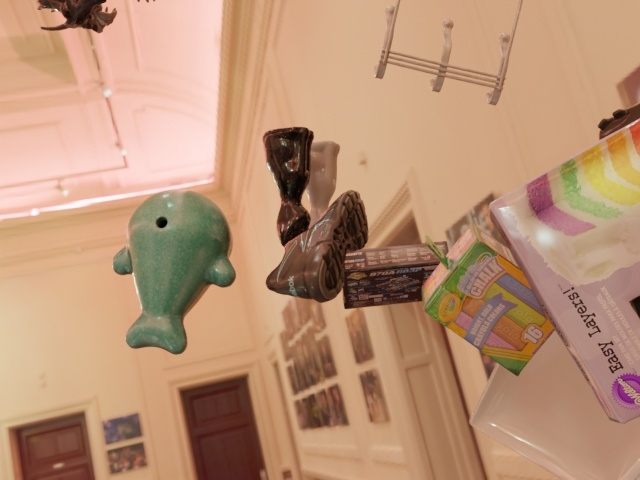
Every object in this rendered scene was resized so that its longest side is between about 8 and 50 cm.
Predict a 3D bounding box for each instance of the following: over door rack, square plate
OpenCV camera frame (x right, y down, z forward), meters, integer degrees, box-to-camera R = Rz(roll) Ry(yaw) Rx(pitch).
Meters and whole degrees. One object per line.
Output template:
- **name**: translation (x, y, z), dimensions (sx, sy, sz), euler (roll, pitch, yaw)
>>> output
- **over door rack**: translation (0.245, -0.426, 1.293), dimensions (0.240, 0.324, 0.108), euler (12, 19, -4)
- **square plate**: translation (0.516, 0.328, 1.472), dimensions (0.049, 0.347, 0.344), euler (-29, -39, -54)

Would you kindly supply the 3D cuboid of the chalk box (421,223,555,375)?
- **chalk box**: translation (0.231, 0.069, 1.057), dimensions (0.132, 0.213, 0.132), euler (-55, -1, 14)

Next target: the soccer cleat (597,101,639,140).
- **soccer cleat**: translation (0.648, -0.232, 1.339), dimensions (0.121, 0.093, 0.289), euler (12, -21, -25)

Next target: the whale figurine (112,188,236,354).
- **whale figurine**: translation (-0.247, 0.042, 1.181), dimensions (0.216, 0.272, 0.141), euler (8, -20, 11)

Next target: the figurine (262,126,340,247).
- **figurine**: translation (-0.028, -0.086, 1.352), dimensions (0.092, 0.209, 0.215), euler (-4, -5, 23)

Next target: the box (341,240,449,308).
- **box**: translation (0.151, 0.075, 1.504), dimensions (0.220, 0.051, 0.175), euler (-6, -31, 1)

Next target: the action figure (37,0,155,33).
- **action figure**: translation (-0.338, -0.413, 1.152), dimensions (0.164, 0.275, 0.141), euler (-1, -27, 33)

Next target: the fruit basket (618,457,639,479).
- **fruit basket**: translation (0.602, 0.366, 0.956), dimensions (0.327, 0.353, 0.165), euler (-33, -21, -26)

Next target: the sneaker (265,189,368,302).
- **sneaker**: translation (0.000, 0.000, 1.152), dimensions (0.106, 0.101, 0.267), euler (-7, 27, 26)

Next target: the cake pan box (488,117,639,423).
- **cake pan box**: translation (0.339, 0.019, 0.730), dimensions (0.246, 0.266, 0.070), euler (-29, -14, 10)
